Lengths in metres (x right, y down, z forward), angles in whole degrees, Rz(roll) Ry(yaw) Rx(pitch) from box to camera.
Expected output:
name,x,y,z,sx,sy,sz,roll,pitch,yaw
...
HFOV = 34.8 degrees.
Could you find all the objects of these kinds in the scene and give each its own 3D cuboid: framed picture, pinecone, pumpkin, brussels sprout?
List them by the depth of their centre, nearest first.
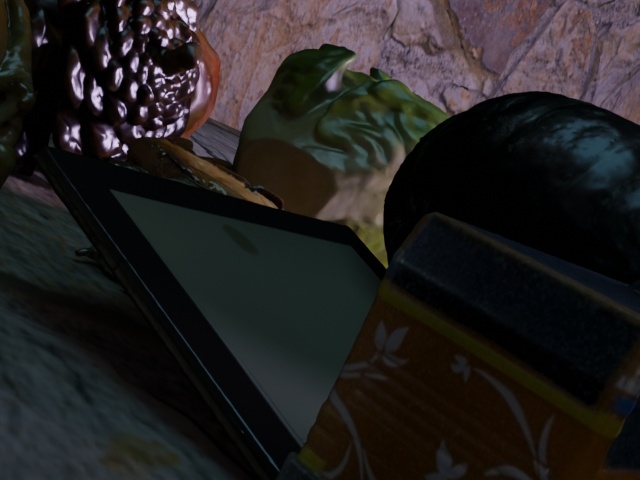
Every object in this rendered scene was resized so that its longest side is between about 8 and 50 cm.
name,x,y,z,sx,sy,sz,roll,pitch,yaw
framed picture,0.004,0.056,0.662,0.265,0.016,0.347,48,19,28
pumpkin,0.200,0.017,0.824,0.315,0.238,0.315,46,-11,12
pinecone,-0.246,-0.170,0.951,0.309,0.244,0.244,15,4,16
brussels sprout,0.035,-0.086,1.134,0.259,0.227,0.294,30,32,24

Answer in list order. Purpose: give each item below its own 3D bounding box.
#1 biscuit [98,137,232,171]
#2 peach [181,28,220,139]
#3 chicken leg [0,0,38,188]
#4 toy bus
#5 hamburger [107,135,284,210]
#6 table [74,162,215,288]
name,x,y,z,sx,sy,sz,roll,pitch,yaw
biscuit,-0.183,-0.081,1.139,0.165,0.036,0.250,0,17,-28
peach,-0.245,-0.217,1.297,0.214,0.214,0.235,28,-14,23
chicken leg,-0.264,-0.192,0.736,0.429,0.201,0.153,-84,156,-45
toy bus,0.132,0.097,0.490,0.275,0.167,0.138,18,10,-47
hamburger,-0.099,-0.012,0.868,0.176,0.087,0.102,30,17,-27
table,-0.119,-0.007,0.741,0.062,0.079,0.083,30,10,29
